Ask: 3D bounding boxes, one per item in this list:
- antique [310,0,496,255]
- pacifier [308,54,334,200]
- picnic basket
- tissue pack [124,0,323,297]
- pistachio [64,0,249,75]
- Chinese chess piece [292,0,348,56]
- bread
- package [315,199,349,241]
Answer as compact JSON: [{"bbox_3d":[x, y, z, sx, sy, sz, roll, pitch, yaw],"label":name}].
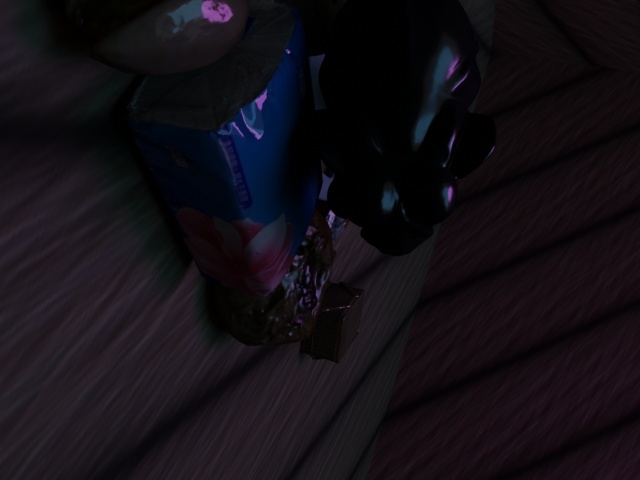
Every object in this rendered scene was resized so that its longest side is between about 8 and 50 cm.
[{"bbox_3d":[0.081,-0.140,0.746,0.255,0.185,0.322,-109,-161,-86],"label":"antique"},{"bbox_3d":[0.051,-0.203,0.944,0.238,0.226,0.287,46,54,-48],"label":"pacifier"},{"bbox_3d":[0.028,0.163,1.360,0.164,0.080,0.115,-43,141,-63],"label":"picnic basket"},{"bbox_3d":[-0.079,-0.098,0.726,0.269,0.137,0.209,79,26,-51],"label":"tissue pack"},{"bbox_3d":[-0.128,-0.197,0.555,0.185,0.125,0.124,-36,137,-46],"label":"pistachio"},{"bbox_3d":[-0.016,-0.348,0.796,0.250,0.101,0.250,8,90,-70],"label":"Chinese chess piece"},{"bbox_3d":[-0.056,0.043,0.935,0.230,0.123,0.229,13,90,-76],"label":"bread"},{"bbox_3d":[0.000,0.000,1.197,0.269,0.071,0.194,-67,163,9],"label":"package"}]
